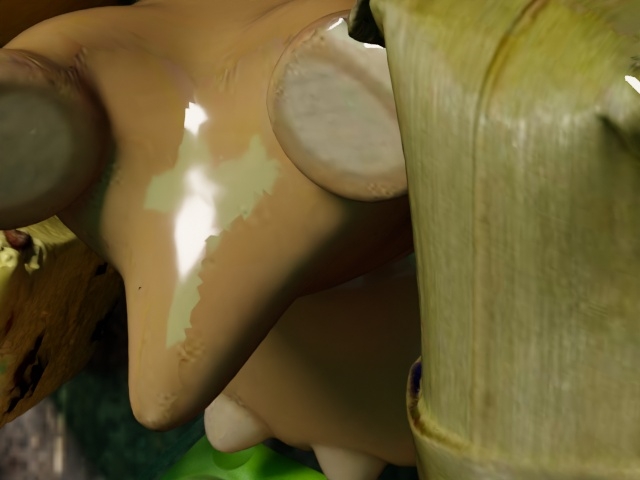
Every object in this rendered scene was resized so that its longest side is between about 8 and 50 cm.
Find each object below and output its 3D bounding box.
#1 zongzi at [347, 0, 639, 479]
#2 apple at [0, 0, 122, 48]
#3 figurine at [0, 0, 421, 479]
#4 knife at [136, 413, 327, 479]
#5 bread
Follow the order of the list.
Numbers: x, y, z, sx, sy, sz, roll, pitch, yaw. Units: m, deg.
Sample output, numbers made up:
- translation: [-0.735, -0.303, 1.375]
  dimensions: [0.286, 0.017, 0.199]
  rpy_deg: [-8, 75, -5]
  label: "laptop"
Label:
- translation: [0.143, 0.013, 0.497]
  dimensions: [0.125, 0.274, 0.251]
  rpy_deg: [33, 137, 42]
  label: "zongzi"
- translation: [-0.159, -0.243, 0.635]
  dimensions: [0.374, 0.374, 0.384]
  rpy_deg: [19, 103, 30]
  label: "apple"
- translation: [0.005, -0.001, 0.600]
  dimensions: [0.177, 0.247, 0.173]
  rpy_deg: [-4, 106, 12]
  label: "figurine"
- translation: [-0.016, 0.088, 0.670]
  dimensions: [0.078, 0.022, 0.166]
  rpy_deg: [-47, 27, -12]
  label: "knife"
- translation: [-0.110, 0.022, 0.681]
  dimensions: [0.049, 0.226, 0.088]
  rpy_deg: [27, 99, 3]
  label: "bread"
